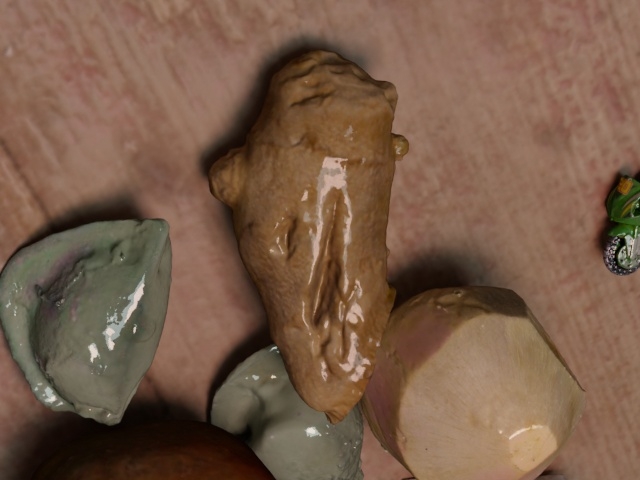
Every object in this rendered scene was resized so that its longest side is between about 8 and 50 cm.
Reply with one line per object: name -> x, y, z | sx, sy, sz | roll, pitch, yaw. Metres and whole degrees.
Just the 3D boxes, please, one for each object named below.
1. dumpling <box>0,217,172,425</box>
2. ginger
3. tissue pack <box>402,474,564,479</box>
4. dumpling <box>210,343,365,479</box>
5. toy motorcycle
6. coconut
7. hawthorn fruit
dumpling -> -0.212, 0.066, 1.504 | 0.149, 0.105, 0.216 | 14, 108, -30
ginger -> 0.000, 0.000, 1.539 | 0.190, 0.126, 0.354 | -10, 99, -8
tissue pack -> 0.193, 0.333, 1.810 | 0.209, 0.148, 0.156 | -1, 75, -24
dumpling -> -0.027, 0.201, 1.656 | 0.153, 0.108, 0.219 | -29, 118, -10
toy motorcycle -> 0.373, -0.043, 1.750 | 0.190, 0.074, 0.106 | -31, 115, -8
coconut -> 0.149, 0.154, 1.644 | 0.197, 0.237, 0.237 | -32, 123, -7
hawthorn fruit -> -0.133, 0.304, 1.576 | 0.301, 0.268, 0.267 | -8, 117, -23
